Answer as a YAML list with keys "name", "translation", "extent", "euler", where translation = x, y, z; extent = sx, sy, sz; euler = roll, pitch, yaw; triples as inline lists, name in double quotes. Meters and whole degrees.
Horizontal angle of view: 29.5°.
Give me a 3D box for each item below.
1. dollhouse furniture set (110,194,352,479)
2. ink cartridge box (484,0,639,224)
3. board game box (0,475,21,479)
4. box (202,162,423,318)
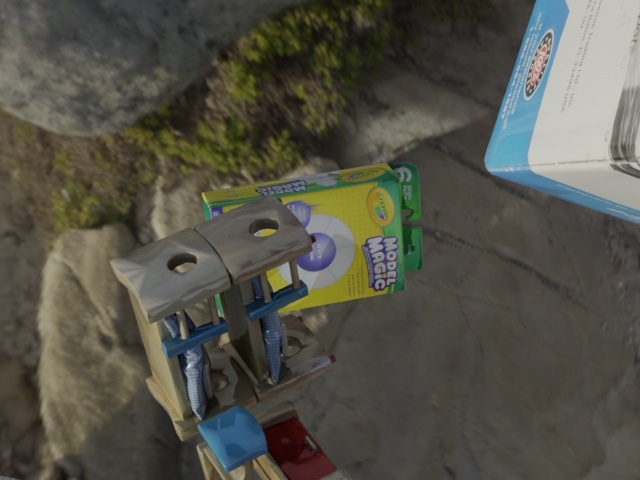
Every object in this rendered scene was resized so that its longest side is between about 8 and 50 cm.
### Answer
- name: "dollhouse furniture set"
  translation: [-0.035, 0.085, 0.816]
  extent: [0.129, 0.129, 0.184]
  euler: [-24, 42, -18]
- name: "ink cartridge box"
  translation: [0.199, -0.115, 0.490]
  extent: [0.129, 0.307, 0.223]
  euler: [20, 89, -10]
- name: "board game box"
  translation: [-0.176, 0.099, 0.214]
  extent: [0.275, 0.144, 0.142]
  euler: [19, 86, -23]
- name: "box"
  translation: [0.000, 0.000, 0.984]
  extent: [0.179, 0.043, 0.105]
  euler: [-11, 115, -12]
